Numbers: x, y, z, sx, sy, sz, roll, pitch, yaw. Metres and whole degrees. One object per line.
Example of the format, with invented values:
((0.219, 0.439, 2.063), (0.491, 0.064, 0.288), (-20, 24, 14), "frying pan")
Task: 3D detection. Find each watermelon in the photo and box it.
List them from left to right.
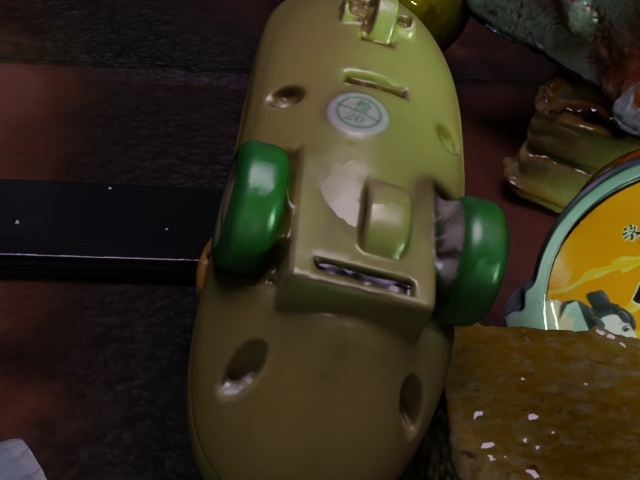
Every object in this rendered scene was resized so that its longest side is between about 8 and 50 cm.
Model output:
((0.194, -0.219, 0.865), (0.213, 0.289, 0.320), (-10, 41, 22), "watermelon")

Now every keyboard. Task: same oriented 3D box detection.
((-0.092, -0.005, 0.772), (0.309, 0.018, 0.101), (2, 34, -14), "keyboard")

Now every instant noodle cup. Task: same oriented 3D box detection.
((0.215, 0.014, 0.721), (0.208, 0.178, 0.125), (2, 20, 6), "instant noodle cup")

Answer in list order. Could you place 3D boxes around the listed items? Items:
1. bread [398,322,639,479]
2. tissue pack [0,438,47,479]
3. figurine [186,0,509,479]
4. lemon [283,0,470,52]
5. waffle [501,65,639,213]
((0.112, 0.130, 0.565), (0.138, 0.102, 0.196), (6, 36, -4), "bread")
((-0.149, 0.159, 0.509), (0.122, 0.026, 0.193), (-14, 42, -33), "tissue pack")
((0.000, 0.000, 0.628), (0.124, 0.222, 0.324), (12, 47, -9), "figurine")
((0.050, -0.217, 0.987), (0.170, 0.170, 0.207), (17, 25, 8), "lemon")
((0.284, -0.104, 0.969), (0.213, 0.091, 0.308), (20, 34, 12), "waffle")
